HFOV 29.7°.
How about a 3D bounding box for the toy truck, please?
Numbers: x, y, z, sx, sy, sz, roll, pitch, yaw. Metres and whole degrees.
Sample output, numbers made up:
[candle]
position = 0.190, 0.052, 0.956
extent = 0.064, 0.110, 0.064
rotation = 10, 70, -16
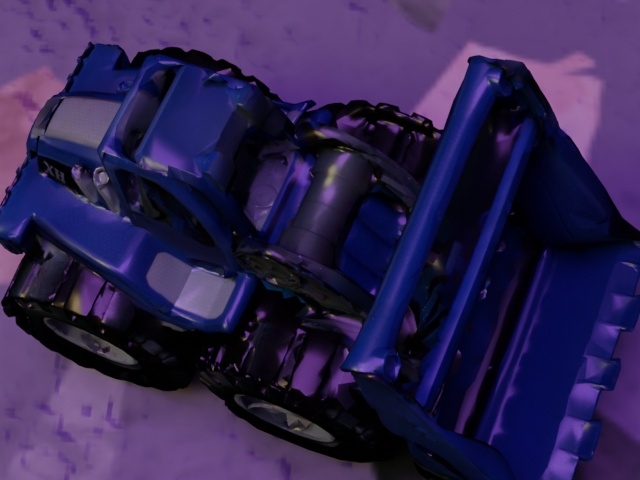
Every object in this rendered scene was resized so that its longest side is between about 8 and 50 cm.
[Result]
[toy truck]
position = 0.000, 0.000, 0.393
extent = 0.208, 0.126, 0.113
rotation = 18, 68, 14
